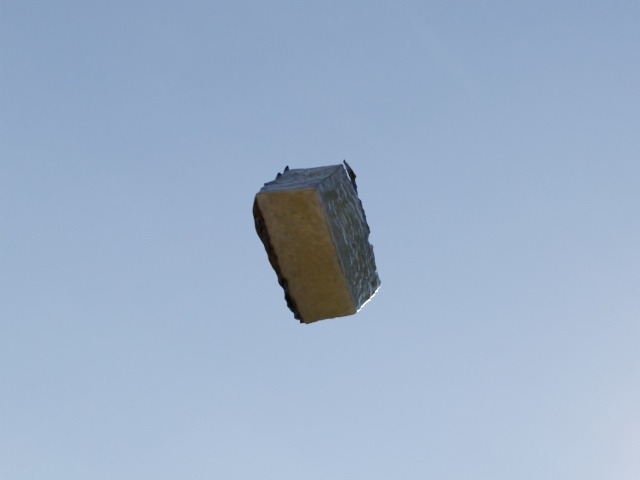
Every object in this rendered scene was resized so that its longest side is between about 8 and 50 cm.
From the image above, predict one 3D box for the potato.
[{"bbox_3d":[0.001,0.002,1.056,0.061,0.086,0.122,-11,-73,29],"label":"potato"}]
